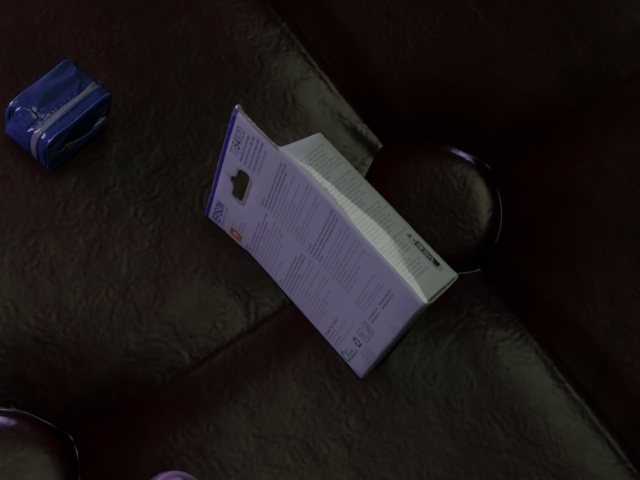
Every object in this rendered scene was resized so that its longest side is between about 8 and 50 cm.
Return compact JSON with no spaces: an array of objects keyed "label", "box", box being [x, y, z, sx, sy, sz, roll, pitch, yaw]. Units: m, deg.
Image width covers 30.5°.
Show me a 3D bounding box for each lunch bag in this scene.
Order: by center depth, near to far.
[{"label":"lunch bag","box":[-0.240,-0.117,1.106,0.065,0.067,0.098,42,65,7]}]

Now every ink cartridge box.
[{"label":"ink cartridge box","box":[0.000,0.000,1.021,0.045,0.223,0.224,-41,82,-23]}]

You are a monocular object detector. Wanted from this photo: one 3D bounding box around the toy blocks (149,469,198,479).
[{"label":"toy blocks","box":[-0.032,0.315,0.822,0.309,0.260,0.289,30,64,-18]}]
